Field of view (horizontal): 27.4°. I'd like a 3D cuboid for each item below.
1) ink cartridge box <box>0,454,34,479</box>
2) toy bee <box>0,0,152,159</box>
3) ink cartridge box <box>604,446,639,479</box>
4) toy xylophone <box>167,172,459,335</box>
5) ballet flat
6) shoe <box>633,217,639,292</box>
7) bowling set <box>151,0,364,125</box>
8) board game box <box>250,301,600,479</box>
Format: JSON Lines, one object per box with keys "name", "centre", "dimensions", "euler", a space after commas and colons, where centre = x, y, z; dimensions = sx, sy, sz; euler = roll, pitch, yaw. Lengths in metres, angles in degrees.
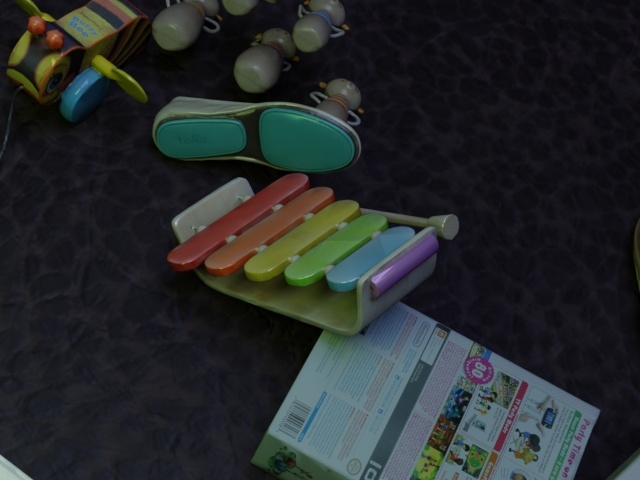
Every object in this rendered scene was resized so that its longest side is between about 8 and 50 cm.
{"name": "ink cartridge box", "centre": [-0.290, 0.325, 1.124], "dimensions": [0.172, 0.100, 0.237], "euler": [35, 75, 7]}
{"name": "toy bee", "centre": [-0.285, -0.201, 1.485], "dimensions": [0.195, 0.162, 0.298], "euler": [21, 54, -6]}
{"name": "ink cartridge box", "centre": [0.378, 0.256, 1.367], "dimensions": [0.278, 0.201, 0.117], "euler": [-33, 72, -33]}
{"name": "toy xylophone", "centre": [0.000, 0.000, 1.417], "dimensions": [0.322, 0.081, 0.236], "euler": [9, 37, 37]}
{"name": "ballet flat", "centre": [-0.071, -0.131, 1.533], "dimensions": [0.248, 0.086, 0.086], "euler": [7, 54, 8]}
{"name": "shoe", "centre": [0.423, 0.049, 1.617], "dimensions": [0.076, 0.058, 0.219], "euler": [3, 50, 8]}
{"name": "bowling set", "centre": [-0.038, -0.273, 1.583], "dimensions": [0.287, 0.200, 0.154], "euler": [32, 30, -3]}
{"name": "board game box", "centre": [0.113, 0.207, 1.381], "dimensions": [0.303, 0.097, 0.224], "euler": [29, 54, 4]}
